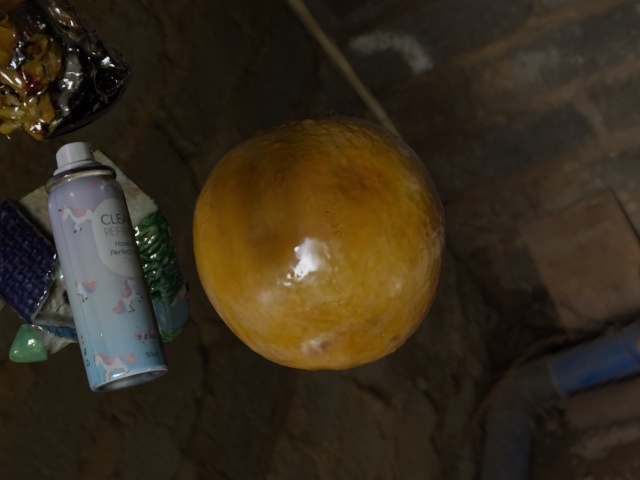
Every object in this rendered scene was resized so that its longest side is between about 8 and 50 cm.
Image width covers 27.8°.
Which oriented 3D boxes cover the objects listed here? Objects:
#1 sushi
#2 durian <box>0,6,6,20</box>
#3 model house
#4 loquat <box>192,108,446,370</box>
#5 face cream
[{"bbox_3d":[-0.351,-0.204,1.479,0.204,0.213,0.200,-43,-15,-2],"label":"sushi"},{"bbox_3d":[-0.313,-0.077,0.675,0.258,0.258,0.293,-13,31,36],"label":"durian"},{"bbox_3d":[-0.386,0.063,2.001,0.284,0.298,0.243,-29,51,-22],"label":"model house"},{"bbox_3d":[0.000,0.000,1.610,0.329,0.328,0.328,-27,30,17],"label":"loquat"},{"bbox_3d":[-0.203,0.021,1.192,0.075,0.229,0.075,-16,-12,-3],"label":"face cream"}]
